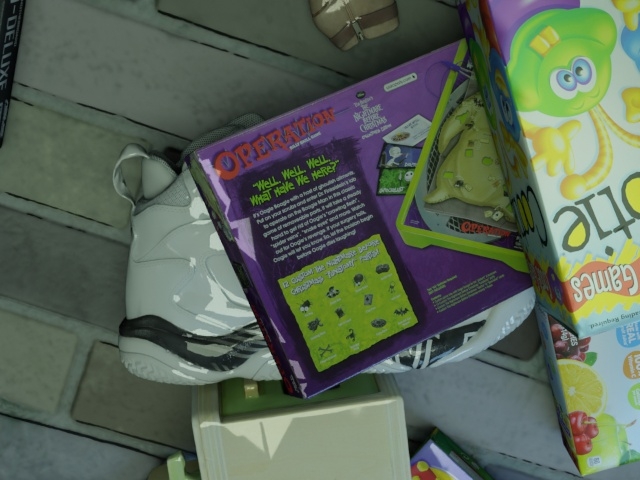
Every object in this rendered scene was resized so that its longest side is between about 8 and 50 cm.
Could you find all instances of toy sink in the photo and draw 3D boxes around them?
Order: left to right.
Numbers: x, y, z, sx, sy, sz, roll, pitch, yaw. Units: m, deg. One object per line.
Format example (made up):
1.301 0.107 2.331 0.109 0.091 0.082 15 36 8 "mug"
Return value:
-0.048 0.174 1.004 0.234 0.153 0.131 -8 107 -3 "toy sink"

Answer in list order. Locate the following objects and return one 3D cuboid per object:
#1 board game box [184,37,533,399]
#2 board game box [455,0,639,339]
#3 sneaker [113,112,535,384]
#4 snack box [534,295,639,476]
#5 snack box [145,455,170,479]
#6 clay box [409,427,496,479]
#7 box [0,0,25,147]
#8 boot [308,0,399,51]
0.090 -0.040 0.909 0.347 0.056 0.208 -24 97 -18 "board game box"
0.203 -0.088 0.822 0.144 0.142 0.275 -17 96 1 "board game box"
0.000 0.000 0.966 0.366 0.137 0.210 -6 106 -1 "sneaker"
0.293 0.091 1.031 0.175 0.070 0.207 -14 108 1 "snack box"
-0.103 0.291 1.120 0.178 0.022 0.064 42 101 -12 "snack box"
0.084 0.305 1.092 0.127 0.053 0.222 41 103 7 "clay box"
-0.402 -0.216 0.927 0.308 0.076 0.242 12 107 -4 "box"
0.044 -0.217 0.952 0.118 0.042 0.087 -27 112 9 "boot"
